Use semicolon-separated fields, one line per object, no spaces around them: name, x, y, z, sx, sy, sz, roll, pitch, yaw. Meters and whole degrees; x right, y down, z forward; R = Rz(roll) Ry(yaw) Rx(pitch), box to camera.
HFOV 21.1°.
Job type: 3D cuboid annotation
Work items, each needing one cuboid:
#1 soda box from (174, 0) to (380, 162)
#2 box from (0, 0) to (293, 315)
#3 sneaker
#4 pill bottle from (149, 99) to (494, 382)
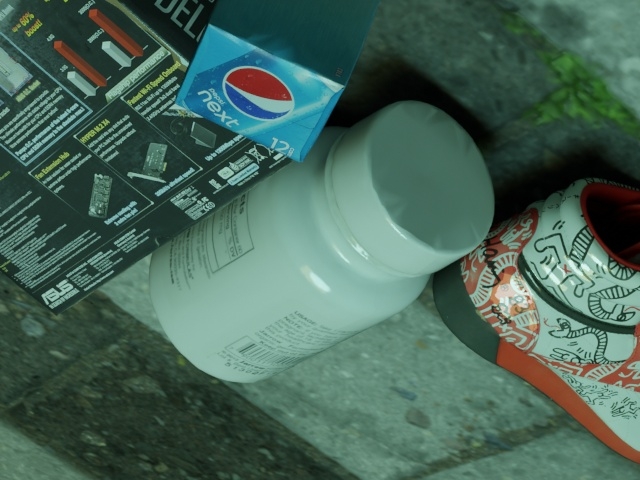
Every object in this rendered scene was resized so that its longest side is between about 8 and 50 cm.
soda box;0.000;-0.145;0.857;0.071;0.210;0.067;25;143;-5
box;-0.175;-0.094;1.108;0.242;0.076;0.307;40;140;-16
sneaker;0.217;0.058;1.112;0.270;0.090;0.145;31;133;-25
pill bottle;0.000;0.000;1.110;0.131;0.131;0.229;37;141;-20
